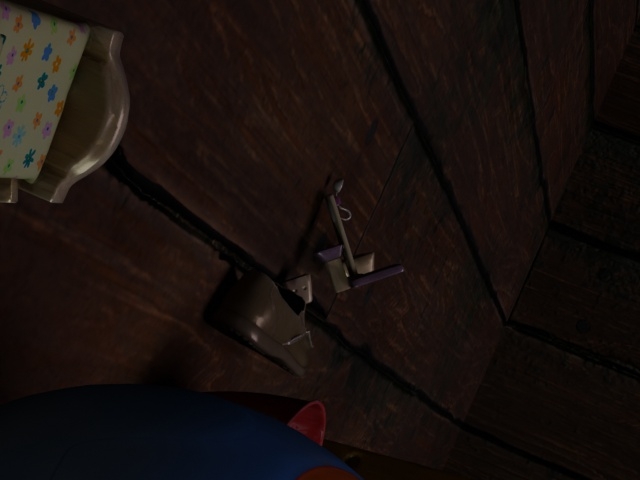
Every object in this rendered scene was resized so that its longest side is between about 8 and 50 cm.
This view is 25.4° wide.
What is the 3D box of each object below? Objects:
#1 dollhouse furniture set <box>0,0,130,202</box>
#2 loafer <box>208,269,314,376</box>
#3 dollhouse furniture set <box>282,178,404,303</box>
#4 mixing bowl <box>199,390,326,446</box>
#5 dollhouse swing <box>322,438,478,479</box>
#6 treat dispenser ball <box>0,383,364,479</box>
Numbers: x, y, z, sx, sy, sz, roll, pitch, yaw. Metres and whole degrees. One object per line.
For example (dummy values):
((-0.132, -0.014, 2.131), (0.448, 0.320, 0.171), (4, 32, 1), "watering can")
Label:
((-0.148, -0.005, 0.372), (0.161, 0.101, 0.182), (-69, 165, 7), "dollhouse furniture set")
((-0.031, 0.057, 0.980), (0.050, 0.056, 0.148), (-59, 165, -5), "loafer")
((0.000, 0.000, 1.104), (0.114, 0.091, 0.081), (167, -95, -81), "dollhouse furniture set")
((-0.079, 0.164, 0.886), (0.181, 0.098, 0.181), (-58, 163, -30), "mixing bowl")
((0.025, 0.421, 1.315), (0.347, 0.315, 0.305), (-59, 143, -30), "dollhouse swing")
((-0.080, 0.201, 0.561), (0.288, 0.288, 0.288), (-59, 163, -30), "treat dispenser ball")
